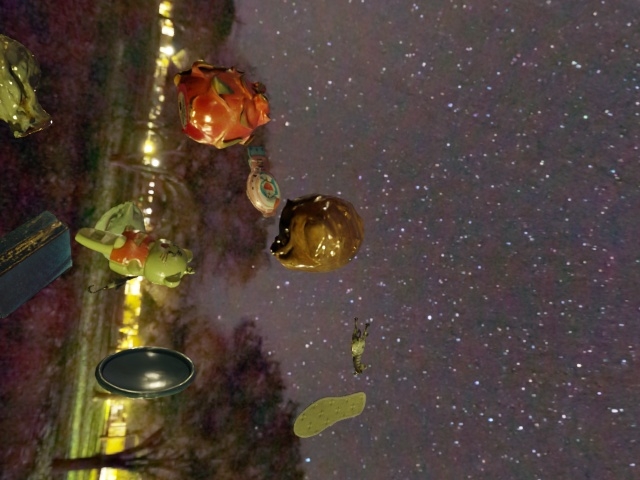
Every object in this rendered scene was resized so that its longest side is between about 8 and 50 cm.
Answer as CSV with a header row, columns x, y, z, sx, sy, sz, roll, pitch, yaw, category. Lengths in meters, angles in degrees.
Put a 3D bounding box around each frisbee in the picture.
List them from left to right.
x,y,z,sx,sy,sz,roll,pitch,yaw,category
-0.528,0.409,1.314,0.289,0.289,0.049,-144,-116,-65,frisbee

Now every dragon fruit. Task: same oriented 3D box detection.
x,y,z,sx,sy,sz,roll,pitch,yaw,category
-0.255,-0.350,1.117,0.224,0.226,0.224,29,-52,46,dragon fruit

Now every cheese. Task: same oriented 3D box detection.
x,y,z,sx,sy,sz,roll,pitch,yaw,category
-0.230,-0.234,1.709,0.074,0.188,0.286,-11,-91,37,cheese

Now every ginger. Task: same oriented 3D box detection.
x,y,z,sx,sy,sz,roll,pitch,yaw,category
0.003,0.000,1.214,0.223,0.200,0.270,39,-51,31,ginger

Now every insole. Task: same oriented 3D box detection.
x,y,z,sx,sy,sz,roll,pitch,yaw,category
0.037,0.500,1.254,0.007,0.322,0.109,14,-87,42,insole

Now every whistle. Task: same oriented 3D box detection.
x,y,z,sx,sy,sz,roll,pitch,yaw,category
-0.448,0.030,1.059,0.131,0.288,0.106,-82,-163,-53,whistle

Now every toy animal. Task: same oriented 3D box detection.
x,y,z,sx,sy,sz,roll,pitch,yaw,category
0.158,0.438,1.770,0.217,0.073,0.176,81,18,-50,toy animal

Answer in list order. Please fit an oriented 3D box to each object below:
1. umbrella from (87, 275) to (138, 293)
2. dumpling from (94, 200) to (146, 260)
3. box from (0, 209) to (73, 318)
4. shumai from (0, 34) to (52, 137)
x,y,z,sx,sy,sz,roll,pitch,yaw,category
-0.633,0.129,1.449,0.044,0.268,0.044,-19,-90,65,umbrella
-0.601,-0.015,1.292,0.104,0.149,0.217,-150,-117,-63,dumpling
-0.956,0.076,1.393,0.279,0.116,0.261,-51,178,-42,box
-0.943,-0.464,1.311,0.204,0.222,0.272,50,-13,21,shumai
